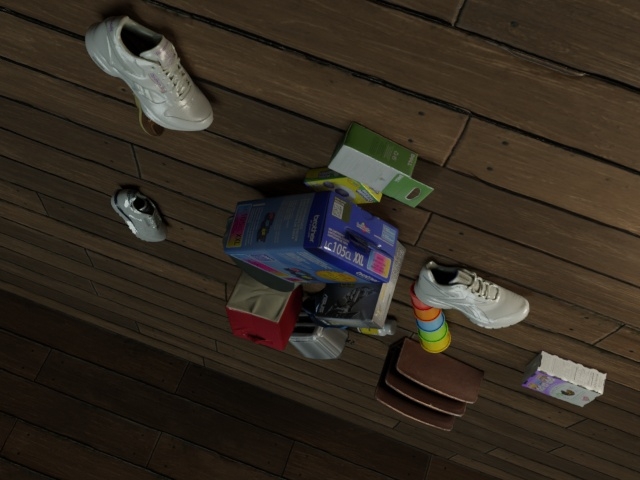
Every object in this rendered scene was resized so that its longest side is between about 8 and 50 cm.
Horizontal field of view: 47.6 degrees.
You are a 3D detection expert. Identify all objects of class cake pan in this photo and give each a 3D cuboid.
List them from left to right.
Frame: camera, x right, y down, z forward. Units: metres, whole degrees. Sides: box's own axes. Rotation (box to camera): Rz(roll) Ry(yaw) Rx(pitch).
[{"bbox_3d":[-0.166,0.049,2.090,0.293,0.054,0.293,29,154,15],"label":"cake pan"}]

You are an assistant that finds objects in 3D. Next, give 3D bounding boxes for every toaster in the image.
[{"bbox_3d":[-0.010,0.328,2.504,0.227,0.129,0.146,-3,143,45],"label":"toaster"}]

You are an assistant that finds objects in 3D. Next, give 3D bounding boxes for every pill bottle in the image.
[{"bbox_3d":[0.181,0.270,2.312,0.116,0.065,0.065,4,150,31],"label":"pill bottle"}]

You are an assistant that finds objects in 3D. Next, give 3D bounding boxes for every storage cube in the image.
[{"bbox_3d":[-0.173,0.206,2.300,0.184,0.215,0.193,16,148,13],"label":"storage cube"}]

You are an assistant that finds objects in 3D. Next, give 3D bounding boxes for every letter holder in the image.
[{"bbox_3d":[0.360,0.492,2.435,0.302,0.214,0.152,25,155,-7],"label":"letter holder"}]

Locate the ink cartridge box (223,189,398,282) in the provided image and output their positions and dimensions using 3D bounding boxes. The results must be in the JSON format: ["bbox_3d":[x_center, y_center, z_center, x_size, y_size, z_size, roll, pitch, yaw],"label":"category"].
[{"bbox_3d":[0.000,0.000,1.762,0.396,0.151,0.270,-5,157,43],"label":"ink cartridge box"}]

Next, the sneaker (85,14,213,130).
[{"bbox_3d":[-0.326,-0.330,1.462,0.152,0.114,0.305,-7,142,48],"label":"sneaker"}]

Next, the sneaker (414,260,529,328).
[{"bbox_3d":[0.383,0.136,1.846,0.297,0.111,0.129,14,148,14],"label":"sneaker"}]

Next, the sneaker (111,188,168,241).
[{"bbox_3d":[-0.524,-0.070,2.177,0.095,0.090,0.235,-5,147,27],"label":"sneaker"}]

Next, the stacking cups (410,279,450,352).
[{"bbox_3d":[0.304,0.210,2.080,0.096,0.096,0.316,9,149,25],"label":"stacking cups"}]

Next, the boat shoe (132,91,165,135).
[{"bbox_3d":[-0.375,-0.292,1.636,0.060,0.064,0.178,19,152,9],"label":"boat shoe"}]

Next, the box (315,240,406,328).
[{"bbox_3d":[0.103,0.109,1.859,0.183,0.231,0.056,-1,150,41],"label":"box"}]

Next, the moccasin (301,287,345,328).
[{"bbox_3d":[0.029,0.207,2.226,0.117,0.137,0.342,32,152,-12],"label":"moccasin"}]

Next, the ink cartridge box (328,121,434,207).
[{"bbox_3d":[0.132,-0.155,1.511,0.209,0.062,0.109,25,155,-8],"label":"ink cartridge box"}]

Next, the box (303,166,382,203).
[{"bbox_3d":[0.062,-0.126,1.649,0.179,0.043,0.105,-5,145,41],"label":"box"}]

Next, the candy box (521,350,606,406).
[{"bbox_3d":[0.724,0.416,2.167,0.196,0.070,0.164,19,155,7],"label":"candy box"}]
